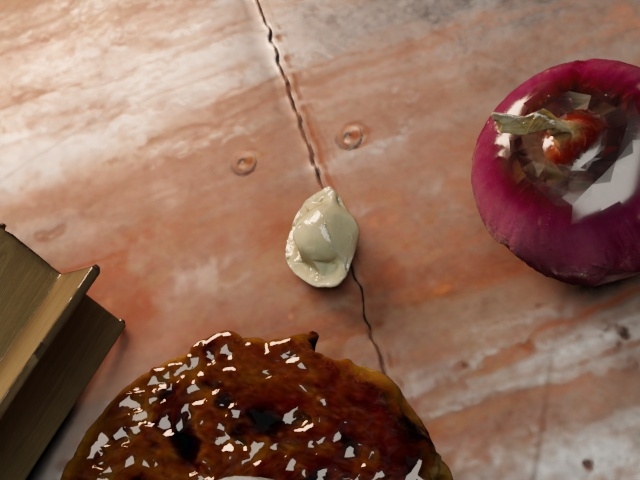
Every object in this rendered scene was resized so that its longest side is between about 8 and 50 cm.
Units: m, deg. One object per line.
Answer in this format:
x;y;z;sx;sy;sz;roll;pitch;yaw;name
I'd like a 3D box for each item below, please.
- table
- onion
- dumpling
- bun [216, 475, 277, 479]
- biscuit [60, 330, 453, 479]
-0.258;0.114;0.931;0.167;0.167;0.226;22;63;17;table
0.204;-0.054;0.922;0.177;0.153;0.177;2;65;-4;onion
0.002;0.000;0.993;0.052;0.057;0.076;-27;87;-42;dumpling
-0.047;0.225;0.790;0.141;0.083;0.141;-2;70;5;bun
-0.038;0.222;0.878;0.289;0.081;0.334;-37;62;-7;biscuit
